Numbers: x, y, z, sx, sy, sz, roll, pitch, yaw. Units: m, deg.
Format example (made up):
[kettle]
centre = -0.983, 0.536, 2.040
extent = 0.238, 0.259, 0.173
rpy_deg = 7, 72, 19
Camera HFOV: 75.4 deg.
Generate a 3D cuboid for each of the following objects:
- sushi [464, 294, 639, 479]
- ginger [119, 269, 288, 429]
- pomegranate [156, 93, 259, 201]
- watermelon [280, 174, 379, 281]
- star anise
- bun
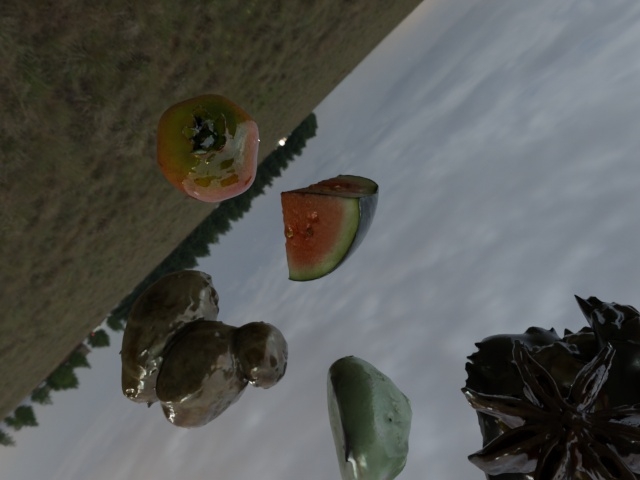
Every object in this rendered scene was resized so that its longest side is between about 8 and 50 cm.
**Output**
[sushi]
centre = 0.297, 0.181, 0.438
extent = 0.225, 0.238, 0.218
rpy_deg = -12, 153, -40
[ginger]
centre = -0.206, 0.189, 0.696
extent = 0.304, 0.155, 0.244
rpy_deg = 24, -113, 28
[pomegranate]
centre = -0.229, -0.194, 0.847
extent = 0.221, 0.221, 0.257
rpy_deg = -49, -175, -13
[watermelon]
centre = 0.025, -0.035, 0.613
extent = 0.145, 0.137, 0.193
rpy_deg = -23, 163, -48
[star anise]
centre = 0.165, 0.130, 0.283
extent = 0.141, 0.042, 0.141
rpy_deg = -16, -151, 9
[bun]
centre = 0.122, 0.416, 0.956
extent = 0.188, 0.292, 0.293
rpy_deg = -5, -168, -7
